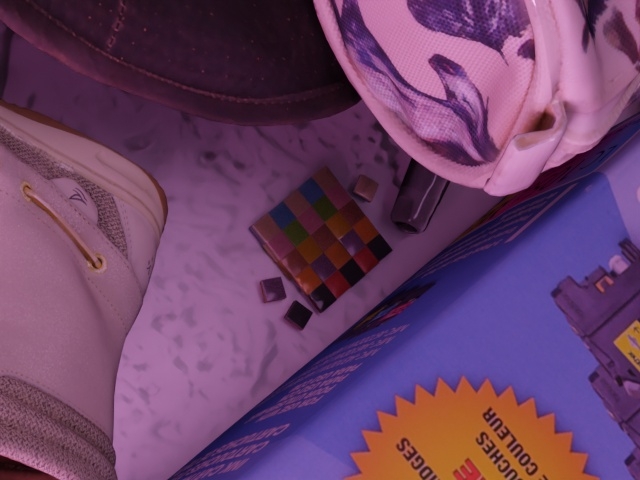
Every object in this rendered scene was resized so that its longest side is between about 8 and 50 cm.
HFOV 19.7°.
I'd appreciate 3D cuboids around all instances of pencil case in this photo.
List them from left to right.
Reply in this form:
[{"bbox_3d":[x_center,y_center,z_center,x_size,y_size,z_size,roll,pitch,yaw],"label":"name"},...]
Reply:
[{"bbox_3d":[0.174,-0.161,0.764,0.410,0.160,0.183,-29,63,-30],"label":"pencil case"}]

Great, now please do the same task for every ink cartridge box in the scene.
[{"bbox_3d":[0.074,0.161,0.718,0.395,0.151,0.270,-38,92,-30],"label":"ink cartridge box"}]

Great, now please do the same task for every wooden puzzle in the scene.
[{"bbox_3d":[0.000,0.000,0.817,0.083,0.006,0.049,-40,93,-32],"label":"wooden puzzle"}]

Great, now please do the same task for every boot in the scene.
[{"bbox_3d":[-0.160,0.013,0.670,0.213,0.077,0.165,24,47,-22],"label":"boot"}]

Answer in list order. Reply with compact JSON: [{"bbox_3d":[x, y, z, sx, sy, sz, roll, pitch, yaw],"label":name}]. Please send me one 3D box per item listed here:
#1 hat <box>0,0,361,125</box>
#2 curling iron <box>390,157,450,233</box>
[{"bbox_3d":[-0.094,-0.192,0.764,0.331,0.134,0.331,8,78,-42],"label":"hat"},{"bbox_3d":[0.088,-0.123,0.881,0.035,0.068,0.274,26,68,-18],"label":"curling iron"}]
